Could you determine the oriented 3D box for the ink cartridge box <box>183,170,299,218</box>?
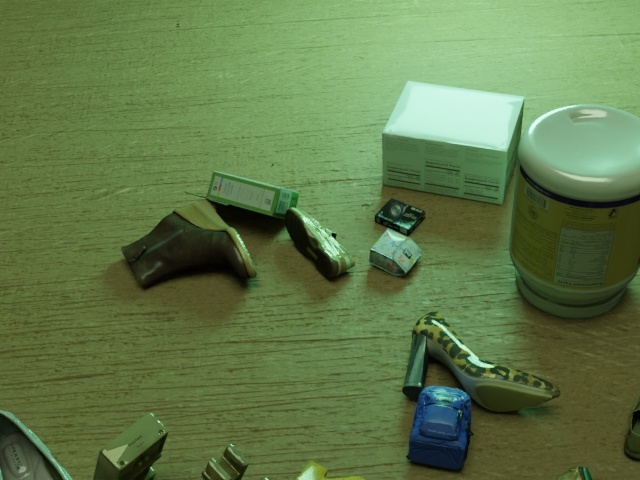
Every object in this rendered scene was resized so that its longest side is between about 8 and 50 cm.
[{"bbox_3d":[-0.163,-0.099,1.917,0.209,0.062,0.109,15,2,20],"label":"ink cartridge box"}]

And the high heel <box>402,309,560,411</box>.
[{"bbox_3d":[0.278,0.192,1.579,0.261,0.093,0.186,3,45,16],"label":"high heel"}]

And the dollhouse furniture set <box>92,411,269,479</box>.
[{"bbox_3d":[-0.220,0.403,1.381,0.242,0.161,0.212,42,50,15],"label":"dollhouse furniture set"}]

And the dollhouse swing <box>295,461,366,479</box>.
[{"bbox_3d":[0.046,0.535,1.162,0.347,0.305,0.315,24,20,13],"label":"dollhouse swing"}]

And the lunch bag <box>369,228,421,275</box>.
[{"bbox_3d":[0.147,0.025,1.804,0.083,0.053,0.071,29,53,19],"label":"lunch bag"}]

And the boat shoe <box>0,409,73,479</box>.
[{"bbox_3d":[-0.433,0.390,1.418,0.118,0.103,0.320,-26,47,-21],"label":"boat shoe"}]

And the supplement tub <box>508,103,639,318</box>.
[{"bbox_3d":[0.461,-0.046,1.645,0.241,0.331,0.241,-3,43,3],"label":"supplement tub"}]

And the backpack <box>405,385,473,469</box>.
[{"bbox_3d":[0.197,0.287,1.479,0.098,0.101,0.120,13,41,9],"label":"backpack"}]

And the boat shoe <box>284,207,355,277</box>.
[{"bbox_3d":[0.000,0.000,1.843,0.072,0.068,0.190,-17,52,-30],"label":"boat shoe"}]

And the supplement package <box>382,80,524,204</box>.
[{"bbox_3d":[0.284,-0.213,1.982,0.262,0.145,0.204,11,45,16],"label":"supplement package"}]

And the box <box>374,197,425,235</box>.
[{"bbox_3d":[0.163,-0.049,1.906,0.083,0.018,0.067,24,50,28],"label":"box"}]

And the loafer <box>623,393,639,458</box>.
[{"bbox_3d":[0.528,0.283,1.488,0.056,0.050,0.148,16,46,21],"label":"loafer"}]

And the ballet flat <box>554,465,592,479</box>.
[{"bbox_3d":[0.384,0.426,1.347,0.067,0.073,0.206,-26,36,18],"label":"ballet flat"}]

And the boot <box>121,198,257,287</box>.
[{"bbox_3d":[-0.258,0.039,1.822,0.207,0.090,0.248,-34,50,-12],"label":"boot"}]
